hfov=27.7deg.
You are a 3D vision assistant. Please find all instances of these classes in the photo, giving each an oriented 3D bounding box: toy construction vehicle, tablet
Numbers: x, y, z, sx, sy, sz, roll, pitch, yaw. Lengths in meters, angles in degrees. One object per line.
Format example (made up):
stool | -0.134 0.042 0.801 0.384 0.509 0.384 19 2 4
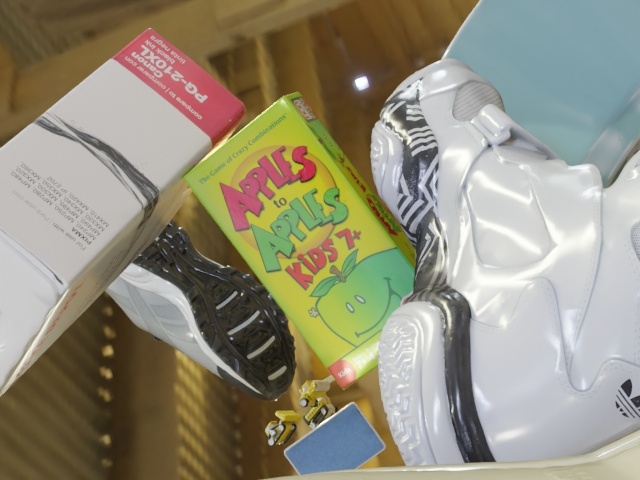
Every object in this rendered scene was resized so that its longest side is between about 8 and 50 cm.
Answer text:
toy construction vehicle | -0.017 0.193 1.518 0.086 0.098 0.035 4 -144 -50
tablet | 0.013 0.196 1.213 0.054 0.083 0.006 54 -176 2

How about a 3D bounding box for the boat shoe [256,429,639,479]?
boat shoe | 0.047 0.114 0.373 0.116 0.324 0.097 -145 48 -84

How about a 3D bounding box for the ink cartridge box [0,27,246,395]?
ink cartridge box | -0.178 -0.017 0.911 0.100 0.172 0.237 40 -137 -1

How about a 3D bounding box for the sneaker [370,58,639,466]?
sneaker | 0.149 -0.010 0.784 0.137 0.210 0.366 51 -153 -33

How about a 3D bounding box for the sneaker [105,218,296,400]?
sneaker | -0.133 0.074 1.355 0.271 0.108 0.100 40 -133 19

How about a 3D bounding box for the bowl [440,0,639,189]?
bowl | 0.251 -0.146 1.152 0.163 0.311 0.311 44 -174 20

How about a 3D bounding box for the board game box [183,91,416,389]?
board game box | 0.000 0.000 0.880 0.181 0.092 0.043 53 -163 0
